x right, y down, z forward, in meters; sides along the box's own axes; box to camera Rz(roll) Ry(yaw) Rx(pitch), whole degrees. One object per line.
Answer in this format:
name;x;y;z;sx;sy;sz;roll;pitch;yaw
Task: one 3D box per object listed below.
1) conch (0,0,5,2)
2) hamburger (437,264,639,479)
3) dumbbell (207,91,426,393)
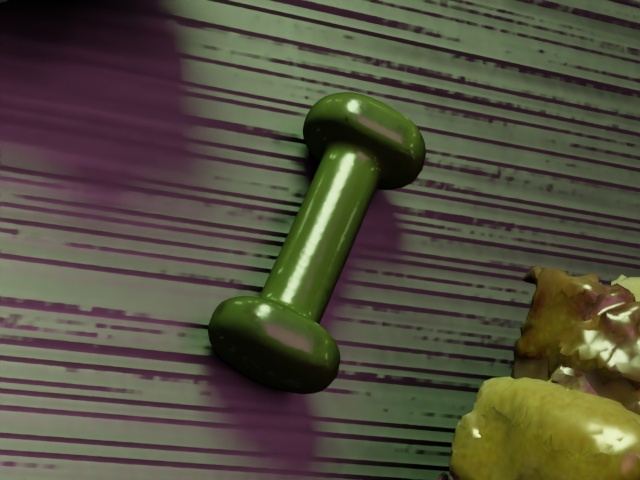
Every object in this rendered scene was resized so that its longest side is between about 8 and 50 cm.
conch;-0.120;-0.169;0.533;0.255;0.127;0.158;36;90;10
hamburger;0.171;0.161;0.550;0.155;0.245;0.282;-36;138;-36
dumbbell;0.000;0.000;0.571;0.052;0.046;0.118;30;64;-12
